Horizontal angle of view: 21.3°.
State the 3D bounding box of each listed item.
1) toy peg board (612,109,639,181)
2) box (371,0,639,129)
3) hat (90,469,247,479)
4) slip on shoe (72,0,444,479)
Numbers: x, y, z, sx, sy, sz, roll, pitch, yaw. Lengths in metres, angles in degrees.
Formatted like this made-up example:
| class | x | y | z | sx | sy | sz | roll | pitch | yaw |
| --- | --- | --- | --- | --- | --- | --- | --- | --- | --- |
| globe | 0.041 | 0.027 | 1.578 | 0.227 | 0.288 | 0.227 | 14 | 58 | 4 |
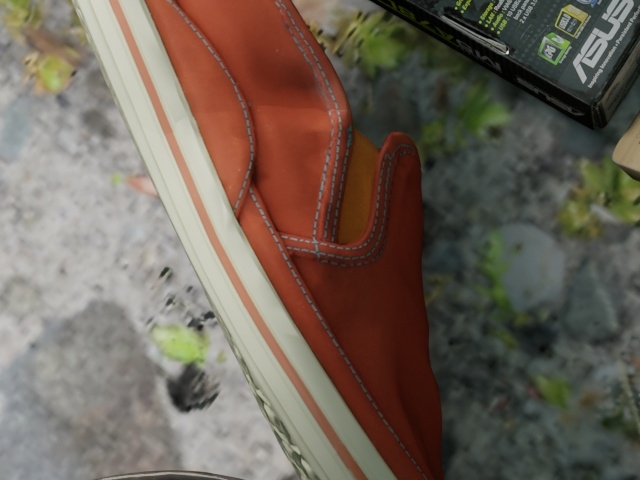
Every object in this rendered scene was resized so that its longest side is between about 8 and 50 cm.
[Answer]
| class | x | y | z | sx | sy | sz | roll | pitch | yaw |
| --- | --- | --- | --- | --- | --- | --- | --- | --- | --- |
| toy peg board | 0.223 | -0.058 | 0.635 | 0.161 | 0.079 | 0.161 | -56 | 34 | -4 |
| box | 0.089 | -0.172 | 0.714 | 0.184 | 0.045 | 0.190 | 31 | 87 | 18 |
| hat | -0.071 | 0.249 | 0.565 | 0.331 | 0.134 | 0.331 | 0 | 90 | 25 |
| slip on shoe | 0.000 | 0.000 | 0.655 | 0.101 | 0.123 | 0.331 | -24 | 78 | -6 |
